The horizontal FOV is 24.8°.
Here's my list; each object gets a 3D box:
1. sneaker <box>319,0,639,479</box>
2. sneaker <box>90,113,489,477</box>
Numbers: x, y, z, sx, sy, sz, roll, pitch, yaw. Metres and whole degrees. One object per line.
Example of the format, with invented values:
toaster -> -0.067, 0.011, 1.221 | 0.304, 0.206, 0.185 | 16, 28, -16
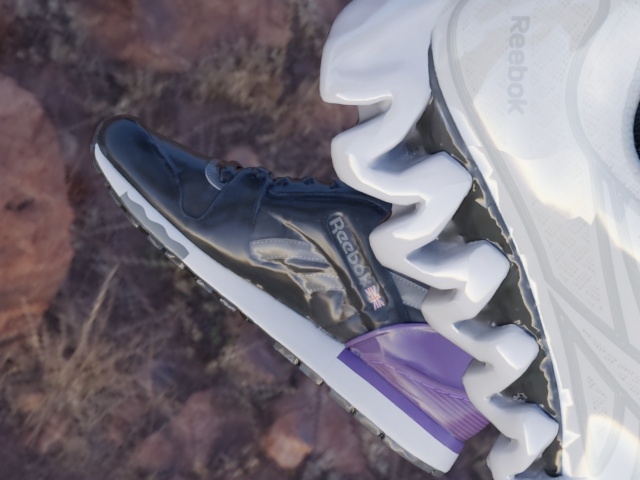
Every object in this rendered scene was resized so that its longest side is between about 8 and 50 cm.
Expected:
sneaker -> 0.109, 0.041, 0.465 | 0.292, 0.118, 0.110 | 63, 26, -17
sneaker -> 0.000, 0.000, 0.852 | 0.283, 0.124, 0.107 | 40, 2, 5
